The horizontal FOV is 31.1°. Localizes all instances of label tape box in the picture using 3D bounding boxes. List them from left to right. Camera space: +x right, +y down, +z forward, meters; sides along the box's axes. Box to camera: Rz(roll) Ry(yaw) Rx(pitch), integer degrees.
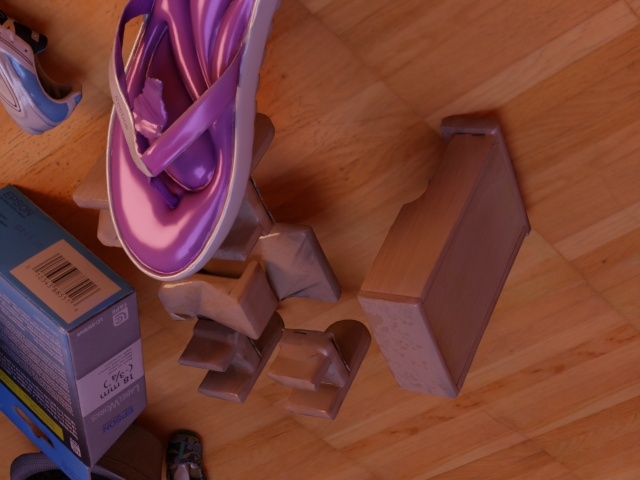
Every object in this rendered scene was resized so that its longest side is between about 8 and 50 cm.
[{"bbox_3d":[-0.331,0.129,1.422,0.240,0.106,0.334,36,144,27],"label":"label tape box"}]

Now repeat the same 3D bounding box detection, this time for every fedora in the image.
[{"bbox_3d":[-0.324,0.344,1.714,0.275,0.124,0.244,-18,130,36],"label":"fedora"}]

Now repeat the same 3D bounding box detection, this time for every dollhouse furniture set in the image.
[{"bbox_3d":[0.000,0.000,1.308,0.394,0.256,0.362,6,140,31],"label":"dollhouse furniture set"}]

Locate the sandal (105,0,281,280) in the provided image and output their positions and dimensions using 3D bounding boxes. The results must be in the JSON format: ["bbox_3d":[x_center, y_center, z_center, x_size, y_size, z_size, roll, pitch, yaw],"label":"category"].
[{"bbox_3d":[-0.136,-0.162,1.064,0.169,0.102,0.416,24,107,30],"label":"sandal"}]

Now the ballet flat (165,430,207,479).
[{"bbox_3d":[-0.211,0.369,1.774,0.070,0.070,0.188,2,136,4],"label":"ballet flat"}]

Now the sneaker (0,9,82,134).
[{"bbox_3d":[-0.340,-0.212,1.182,0.086,0.085,0.237,-37,122,5],"label":"sneaker"}]
